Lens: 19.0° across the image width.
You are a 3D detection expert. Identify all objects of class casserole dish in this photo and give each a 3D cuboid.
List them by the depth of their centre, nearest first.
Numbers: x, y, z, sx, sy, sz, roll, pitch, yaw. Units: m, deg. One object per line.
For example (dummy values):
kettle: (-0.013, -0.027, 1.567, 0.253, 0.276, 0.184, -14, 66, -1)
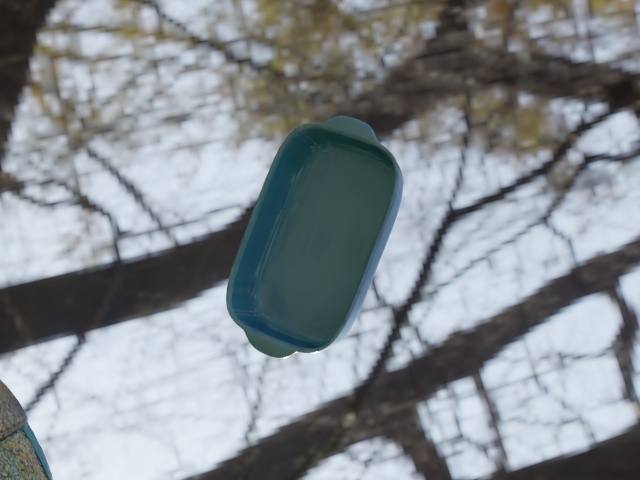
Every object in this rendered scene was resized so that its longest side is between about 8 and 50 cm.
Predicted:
casserole dish: (0.000, 0.000, 1.437, 0.114, 0.037, 0.188, 20, -91, 32)

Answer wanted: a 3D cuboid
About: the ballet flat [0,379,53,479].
ballet flat: (-0.264, 0.182, 0.853, 0.123, 0.348, 0.123, 55, 12, -18)
